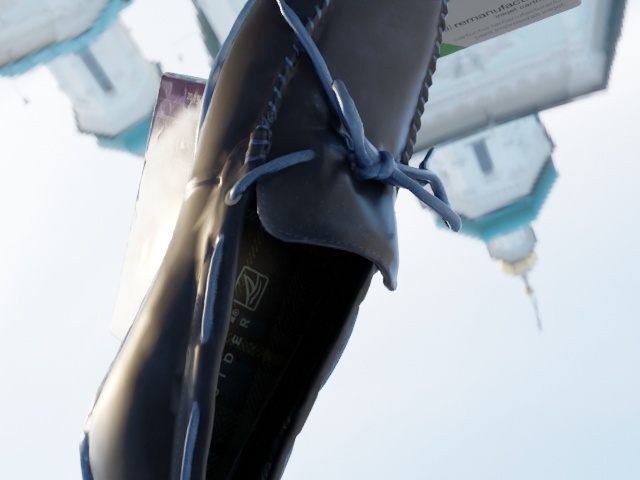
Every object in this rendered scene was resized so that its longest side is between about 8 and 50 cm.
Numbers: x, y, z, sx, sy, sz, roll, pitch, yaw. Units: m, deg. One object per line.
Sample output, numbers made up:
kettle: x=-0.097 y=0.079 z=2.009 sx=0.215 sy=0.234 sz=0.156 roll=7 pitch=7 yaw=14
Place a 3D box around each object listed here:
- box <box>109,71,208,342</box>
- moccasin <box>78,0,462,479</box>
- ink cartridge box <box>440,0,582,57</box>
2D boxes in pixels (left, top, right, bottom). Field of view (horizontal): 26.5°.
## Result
box: x=-0.061 y=-0.006 z=0.964 sx=0.153 sy=0.108 sz=0.207 roll=20 pitch=-81 yaw=62
moccasin: x=0.000 y=0.000 z=0.675 sx=0.117 sy=0.138 sz=0.342 roll=17 pitch=-92 yaw=54
ink cartridge box: x=0.049 y=-0.247 z=1.014 sx=0.211 sy=0.289 sz=0.121 roll=-19 pitch=-112 yaw=21
